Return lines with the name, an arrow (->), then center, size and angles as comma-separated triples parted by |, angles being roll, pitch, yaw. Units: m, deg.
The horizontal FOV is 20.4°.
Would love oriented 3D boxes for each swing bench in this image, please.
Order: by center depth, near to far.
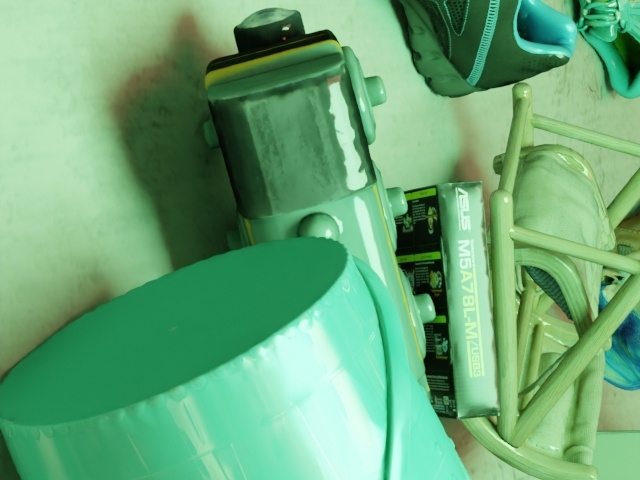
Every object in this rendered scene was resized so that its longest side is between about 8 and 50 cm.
swing bench -> 0.206, 0.036, 1.572 | 0.253, 0.165, 0.254 | -67, 173, -62

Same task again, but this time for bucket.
bucket -> -0.056, 0.129, 1.109 | 0.281, 0.281, 0.183 | -44, 117, -52

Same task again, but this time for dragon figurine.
dragon figurine -> 0.311, 0.093, 1.770 | 0.085, 0.289, 0.144 | -29, 138, -46

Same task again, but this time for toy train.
toy train -> 0.000, 0.000, 1.288 | 0.190, 0.142, 0.334 | -95, 172, -75

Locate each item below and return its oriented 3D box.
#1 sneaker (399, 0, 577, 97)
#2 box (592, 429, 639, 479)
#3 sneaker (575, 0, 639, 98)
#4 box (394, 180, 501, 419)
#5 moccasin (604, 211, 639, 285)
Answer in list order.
sneaker -> 0.109, -0.259, 1.557 | 0.341, 0.139, 0.125 | 45, 50, -44
box -> 0.332, 0.312, 1.832 | 0.148, 0.127, 0.232 | 10, 77, -57
sneaker -> 0.323, -0.275, 1.952 | 0.110, 0.107, 0.275 | -58, 133, -32
box -> 0.088, 0.049, 1.446 | 0.045, 0.191, 0.184 | -2, 87, -17
moccasin -> 0.458, -0.021, 2.075 | 0.380, 0.147, 0.139 | -16, 99, -58
